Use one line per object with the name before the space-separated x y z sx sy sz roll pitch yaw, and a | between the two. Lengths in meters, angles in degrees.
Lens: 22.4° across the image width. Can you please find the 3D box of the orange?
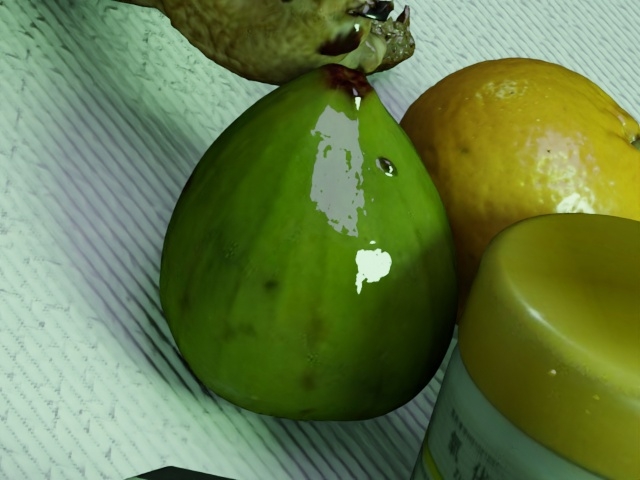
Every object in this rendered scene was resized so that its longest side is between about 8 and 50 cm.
orange | 0.150 -0.028 1.182 0.193 0.219 0.219 -11 52 7

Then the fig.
fig | 0.000 0.000 1.046 0.203 0.225 0.203 11 30 -6

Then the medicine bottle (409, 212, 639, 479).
medicine bottle | 0.183 0.136 1.000 0.238 0.232 0.238 13 25 -6

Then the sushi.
sushi | 0.037 -0.160 1.327 0.120 0.055 0.052 -16 72 -41

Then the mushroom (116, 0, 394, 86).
mushroom | -0.106 -0.231 1.093 0.345 0.345 0.259 10 75 -30

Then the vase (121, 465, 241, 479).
vase | 0.044 0.207 0.848 0.360 0.165 0.165 2 47 4
